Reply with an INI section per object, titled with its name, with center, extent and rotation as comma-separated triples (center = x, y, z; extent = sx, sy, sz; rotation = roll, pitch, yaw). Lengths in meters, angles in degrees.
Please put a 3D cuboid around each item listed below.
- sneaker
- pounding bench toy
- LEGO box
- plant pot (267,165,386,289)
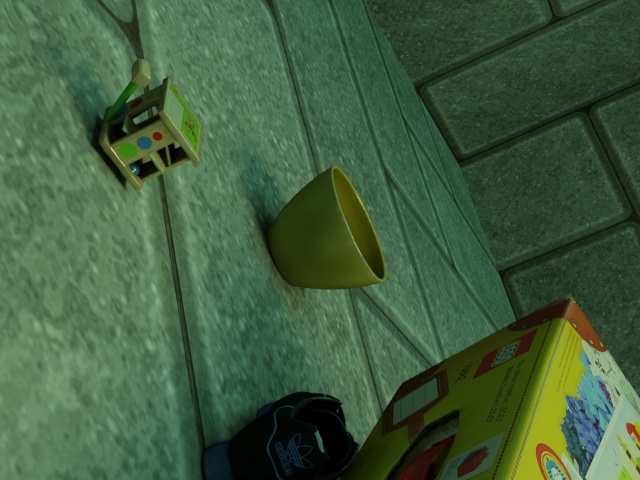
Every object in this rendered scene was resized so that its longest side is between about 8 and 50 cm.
[sneaker]
center = -0.008, 0.158, 0.788
extent = 0.081, 0.090, 0.232
rotation = 67, 14, 4
[pounding bench toy]
center = -0.138, -0.091, 0.758
extent = 0.083, 0.065, 0.052
rotation = 57, 17, -34
[LEGO box]
center = 0.163, 0.306, 0.681
extent = 0.372, 0.193, 0.500
rotation = 56, 25, -3
[plant pot]
center = 0.000, 0.000, 1.076
extent = 0.134, 0.095, 0.134
rotation = 60, 14, -26
